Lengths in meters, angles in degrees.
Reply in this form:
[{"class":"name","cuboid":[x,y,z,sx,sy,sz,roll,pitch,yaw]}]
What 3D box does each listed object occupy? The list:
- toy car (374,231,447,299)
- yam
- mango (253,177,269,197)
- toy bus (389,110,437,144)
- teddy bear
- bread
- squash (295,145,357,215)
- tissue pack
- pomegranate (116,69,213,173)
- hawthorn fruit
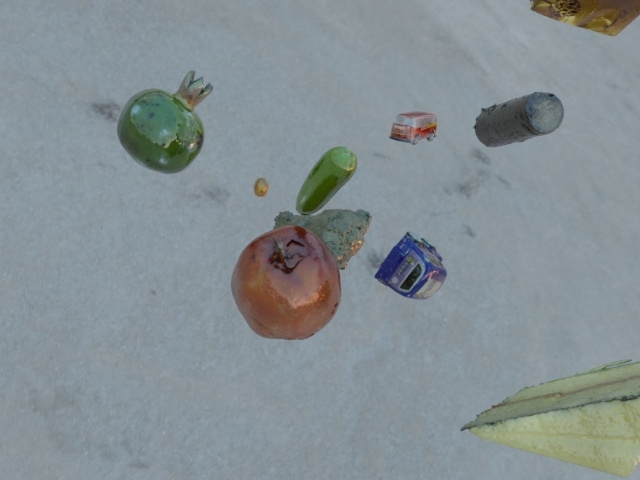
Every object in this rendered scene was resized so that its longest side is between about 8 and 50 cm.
[{"class":"toy car","cuboid":[0.285,0.091,1.996,0.158,0.172,0.235,45,18,30]},{"class":"yam","cuboid":[0.538,-0.332,1.859,0.131,0.279,0.131,0,90,-16]},{"class":"mango","cuboid":[-0.179,-0.159,2.029,0.046,0.060,0.089,8,6,-6]},{"class":"toy bus","cuboid":[0.249,-0.303,1.796,0.079,0.077,0.174,19,22,28]},{"class":"teddy bear","cuboid":[0.000,0.000,1.609,0.267,0.256,0.156,-51,125,-36]},{"class":"bread","cuboid":[0.544,0.304,1.388,0.404,0.242,0.345,17,13,21]},{"class":"squash","cuboid":[0.005,-0.104,1.230,0.066,0.201,0.066,13,57,-22]},{"class":"tissue pack","cuboid":[0.462,-0.438,1.053,0.183,0.226,0.092,8,67,-17]},{"class":"pomegranate","cuboid":[-0.312,-0.250,1.400,0.187,0.225,0.187,39,6,-5]},{"class":"hawthorn fruit","cuboid":[-0.064,0.067,1.225,0.211,0.299,0.211,0,68,0]}]
